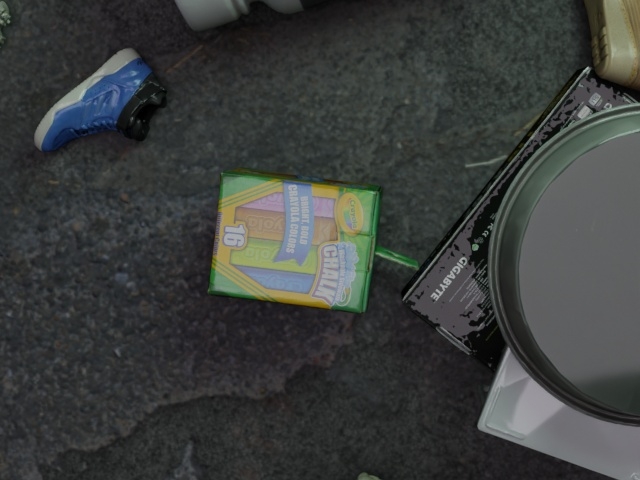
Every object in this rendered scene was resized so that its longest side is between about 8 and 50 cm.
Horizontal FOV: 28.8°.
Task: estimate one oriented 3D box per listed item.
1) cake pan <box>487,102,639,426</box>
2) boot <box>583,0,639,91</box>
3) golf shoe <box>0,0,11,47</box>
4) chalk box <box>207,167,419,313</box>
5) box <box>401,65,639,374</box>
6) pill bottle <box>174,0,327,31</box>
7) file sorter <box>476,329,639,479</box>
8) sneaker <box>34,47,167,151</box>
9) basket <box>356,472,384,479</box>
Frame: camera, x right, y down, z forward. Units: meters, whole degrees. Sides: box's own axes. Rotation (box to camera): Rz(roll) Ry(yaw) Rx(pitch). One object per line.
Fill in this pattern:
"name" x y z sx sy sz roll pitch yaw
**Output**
"cake pan" 0.295 0.025 1.090 0.293 0.054 0.293 0 95 2
"boot" 0.380 -0.265 1.311 0.207 0.090 0.248 3 78 -14
"golf shoe" -0.413 -0.200 1.379 0.086 0.069 0.176 30 93 22
"chalk box" 0.000 0.000 1.320 0.213 0.132 0.132 7 95 2
"box" 0.280 0.016 1.329 0.257 0.079 0.322 37 95 -1
"pill bottle" 0.012 -0.351 1.258 0.361 0.204 0.204 -19 93 6
"file sorter" 0.283 0.068 1.208 0.193 0.173 0.277 20 95 1
"sneaker" -0.236 -0.131 1.363 0.152 0.058 0.084 -41 82 -1
"basket" 0.092 0.446 1.249 0.266 0.328 0.331 25 96 4
